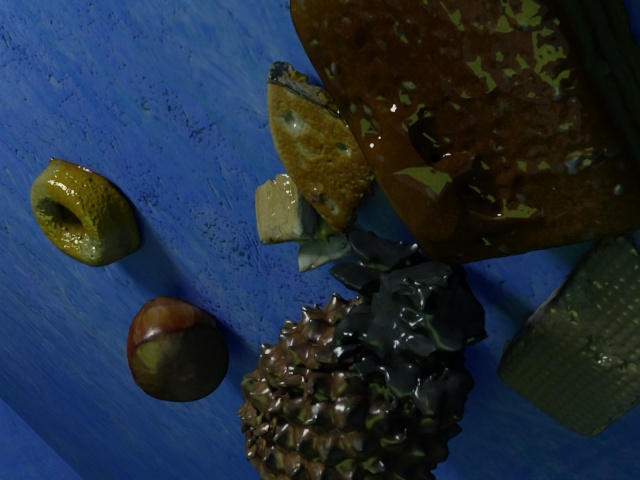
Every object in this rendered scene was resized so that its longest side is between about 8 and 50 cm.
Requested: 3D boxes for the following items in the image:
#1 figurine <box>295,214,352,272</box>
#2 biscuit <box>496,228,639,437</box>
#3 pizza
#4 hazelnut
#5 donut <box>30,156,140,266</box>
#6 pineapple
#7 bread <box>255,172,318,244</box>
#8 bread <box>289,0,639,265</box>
[{"bbox_3d":[0.000,0.000,0.714,0.083,0.047,0.051,-24,98,47],"label":"figurine"},{"bbox_3d":[0.228,0.070,0.551,0.108,0.062,0.239,34,142,13],"label":"biscuit"},{"bbox_3d":[0.014,-0.083,0.614,0.130,0.041,0.178,-18,111,47],"label":"pizza"},{"bbox_3d":[-0.201,0.149,0.991,0.150,0.150,0.150,25,140,23],"label":"hazelnut"},{"bbox_3d":[-0.334,-0.031,0.973,0.178,0.065,0.162,13,134,36],"label":"donut"},{"bbox_3d":[0.055,0.113,0.652,0.222,0.223,0.357,35,137,10],"label":"pineapple"},{"bbox_3d":[-0.036,-0.030,0.702,0.083,0.035,0.070,-16,80,50],"label":"bread"},{"bbox_3d":[0.102,-0.103,0.456,0.184,0.110,0.234,-13,116,48],"label":"bread"}]
